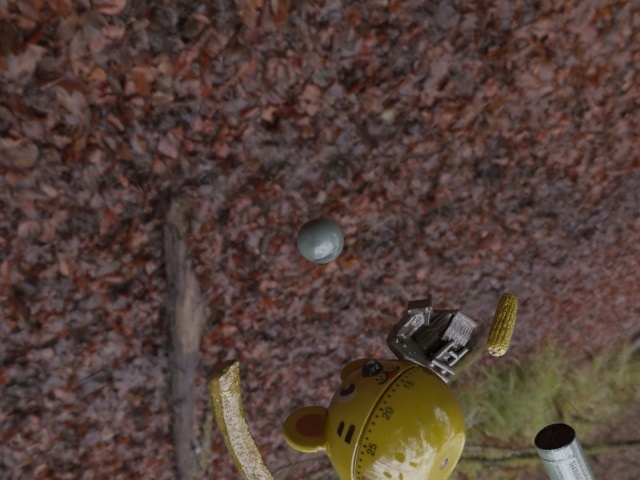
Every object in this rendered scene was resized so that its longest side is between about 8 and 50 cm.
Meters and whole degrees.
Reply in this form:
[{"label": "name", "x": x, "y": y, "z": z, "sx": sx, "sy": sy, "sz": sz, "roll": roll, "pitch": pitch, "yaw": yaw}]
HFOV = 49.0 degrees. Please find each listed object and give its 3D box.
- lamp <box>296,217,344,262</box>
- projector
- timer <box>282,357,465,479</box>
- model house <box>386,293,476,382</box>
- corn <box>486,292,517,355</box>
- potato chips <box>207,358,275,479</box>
[{"label": "lamp", "x": 0.000, "y": 0.000, "z": 1.560, "sx": 0.105, "sy": 0.105, "sz": 0.105, "roll": -27, "pitch": 150, "yaw": -17}, {"label": "projector", "x": 0.647, "y": 0.626, "z": 1.767, "sx": 0.108, "sy": 0.338, "sz": 0.108, "roll": -25, "pitch": -166, "yaw": 7}, {"label": "timer", "x": 0.142, "y": 0.438, "z": 1.700, "sx": 0.376, "sy": 0.386, "sz": 0.376, "roll": -31, "pitch": 133, "yaw": -40}, {"label": "model house", "x": 0.300, "y": 0.247, "z": 1.851, "sx": 0.229, "sy": 0.122, "sz": 0.188, "roll": 32, "pitch": 106, "yaw": -24}, {"label": "corn", "x": 0.541, "y": 0.251, "z": 2.084, "sx": 0.067, "sy": 0.067, "sz": 0.206, "roll": 84, "pitch": 25, "yaw": -57}, {"label": "potato chips", "x": -0.161, "y": 0.377, "z": 1.390, "sx": 0.057, "sy": 0.080, "sz": 0.407, "roll": -39, "pitch": 135, "yaw": -33}]
